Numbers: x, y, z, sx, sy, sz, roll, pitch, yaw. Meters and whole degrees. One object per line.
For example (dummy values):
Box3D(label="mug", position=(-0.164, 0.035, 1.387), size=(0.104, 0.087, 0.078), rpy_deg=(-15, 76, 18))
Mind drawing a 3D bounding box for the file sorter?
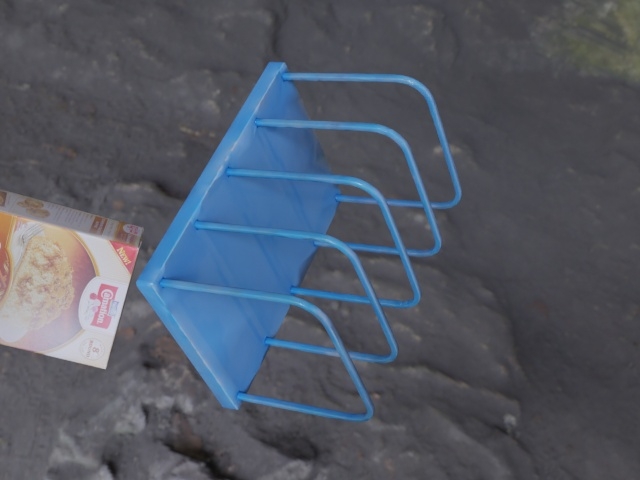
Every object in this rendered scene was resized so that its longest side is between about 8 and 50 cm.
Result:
Box3D(label="file sorter", position=(0.000, 0.000, 0.554), size=(0.104, 0.118, 0.170), rpy_deg=(6, 52, 29))

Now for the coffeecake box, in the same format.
Box3D(label="coffeecake box", position=(-0.290, 0.036, 1.010), size=(0.185, 0.142, 0.068), rpy_deg=(15, 18, -10))
